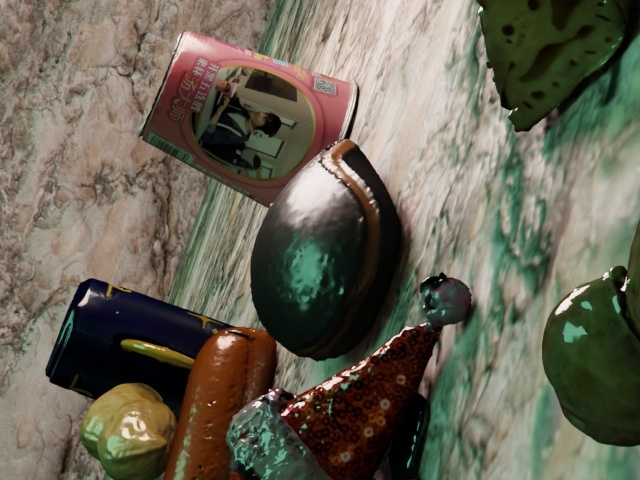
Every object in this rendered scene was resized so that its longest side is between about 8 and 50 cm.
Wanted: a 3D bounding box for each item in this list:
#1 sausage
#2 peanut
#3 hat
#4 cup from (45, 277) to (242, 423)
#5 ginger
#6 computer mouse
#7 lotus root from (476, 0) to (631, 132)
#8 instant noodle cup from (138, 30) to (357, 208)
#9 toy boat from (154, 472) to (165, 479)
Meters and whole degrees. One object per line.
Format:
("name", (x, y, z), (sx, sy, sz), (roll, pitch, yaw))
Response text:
("sausage", (-0.124, 0.239, 1.127), (0.102, 0.102, 0.330), (129, 158, -53))
("peanut", (-0.236, 0.243, 1.220), (0.117, 0.101, 0.263), (-32, 12, -17))
("hat", (0.032, 0.116, 0.726), (0.227, 0.129, 0.140), (-49, -1, 7))
("cup", (-0.242, 0.149, 1.402), (0.255, 0.256, 0.178), (127, 159, -48))
("ginger", (0.158, 0.014, 0.370), (0.204, 0.080, 0.104), (130, 152, -50))
("computer mouse", (-0.004, -0.002, 0.991), (0.183, 0.116, 0.323), (-60, 14, 15))
("lotus root", (0.163, -0.172, 0.651), (0.159, 0.095, 0.135), (62, -139, -51))
("instant noodle cup", (-0.106, -0.170, 1.357), (0.244, 0.255, 0.244), (-157, 90, -79))
("toy boat", (-0.226, 0.379, 1.319), (0.290, 0.100, 0.199), (-124, 56, -73))
